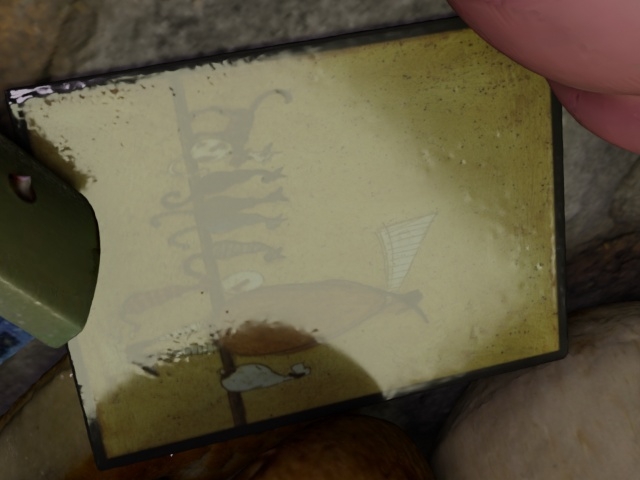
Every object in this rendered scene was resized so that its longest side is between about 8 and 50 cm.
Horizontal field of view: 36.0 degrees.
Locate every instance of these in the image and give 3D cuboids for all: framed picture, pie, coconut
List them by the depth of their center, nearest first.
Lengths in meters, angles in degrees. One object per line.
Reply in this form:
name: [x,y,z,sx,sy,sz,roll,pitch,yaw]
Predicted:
framed picture: [0.000,0.000,0.627,0.339,0.014,0.255,-11,112,-11]
coconut: [0.267,0.254,0.748,0.415,0.415,0.345,-40,134,17]
pie: [-0.102,0.178,0.766,0.315,0.092,0.315,-12,134,-13]

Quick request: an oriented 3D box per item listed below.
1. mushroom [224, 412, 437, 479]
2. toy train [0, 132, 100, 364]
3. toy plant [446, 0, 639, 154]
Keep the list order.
mushroom: [-0.068,0.236,0.654,0.345,0.259,0.345,-41,162,-17]
toy train: [-0.269,-0.016,0.478,0.202,0.131,0.300,-36,129,17]
toy plant: [0.207,-0.111,0.510,0.356,0.211,0.317,22,80,-47]
